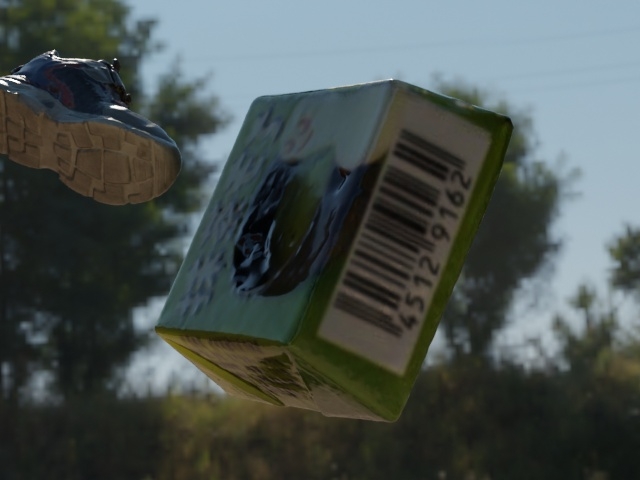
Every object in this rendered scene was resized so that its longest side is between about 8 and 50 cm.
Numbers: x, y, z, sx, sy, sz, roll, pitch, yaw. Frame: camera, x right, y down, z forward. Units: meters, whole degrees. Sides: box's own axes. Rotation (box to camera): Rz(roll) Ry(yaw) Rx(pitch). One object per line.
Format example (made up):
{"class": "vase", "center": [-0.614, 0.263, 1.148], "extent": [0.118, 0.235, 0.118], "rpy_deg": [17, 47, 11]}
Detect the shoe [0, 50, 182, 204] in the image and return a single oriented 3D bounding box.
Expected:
{"class": "shoe", "center": [-0.219, -0.118, 1.529], "extent": [0.227, 0.099, 0.125], "rpy_deg": [22, 41, 18]}

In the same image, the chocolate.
{"class": "chocolate", "center": [0.000, 0.000, 1.454], "extent": [0.137, 0.301, 0.288], "rpy_deg": [32, -16, -29]}
